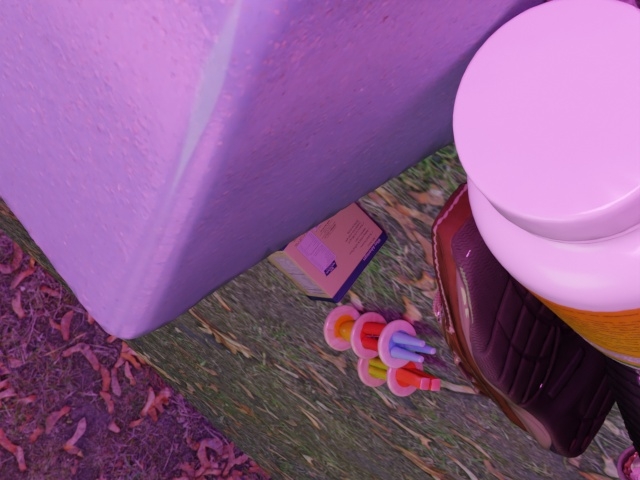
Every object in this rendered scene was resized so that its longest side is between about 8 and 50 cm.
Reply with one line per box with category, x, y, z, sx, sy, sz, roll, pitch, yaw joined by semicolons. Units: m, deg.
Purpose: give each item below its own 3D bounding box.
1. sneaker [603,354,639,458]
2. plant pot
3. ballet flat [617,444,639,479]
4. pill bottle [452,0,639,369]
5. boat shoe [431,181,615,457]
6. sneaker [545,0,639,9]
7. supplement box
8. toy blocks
sneaker;0.316;0.157;0.952;0.331;0.146;0.122;63;-176;-10
plant pot;-0.033;-0.158;0.526;0.247;0.248;0.252;51;147;10
ballet flat;0.325;0.206;1.104;0.068;0.072;0.213;49;161;-8
pill bottle;0.153;-0.022;0.633;0.136;0.136;0.245;27;177;30
boat shoe;0.142;0.066;1.018;0.120;0.122;0.324;28;160;37
sneaker;0.105;-0.142;0.659;0.070;0.051;0.134;9;152;48
supplement box;0.000;0.000;1.182;0.083;0.083;0.056;45;162;-22
toy blocks;0.086;0.129;1.400;0.148;0.054;0.123;12;149;54
